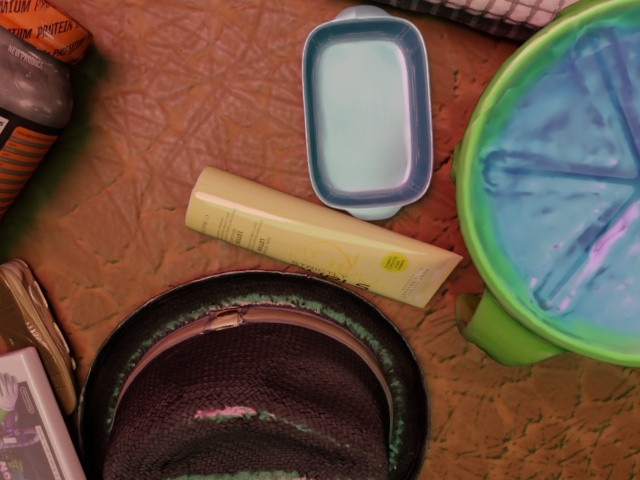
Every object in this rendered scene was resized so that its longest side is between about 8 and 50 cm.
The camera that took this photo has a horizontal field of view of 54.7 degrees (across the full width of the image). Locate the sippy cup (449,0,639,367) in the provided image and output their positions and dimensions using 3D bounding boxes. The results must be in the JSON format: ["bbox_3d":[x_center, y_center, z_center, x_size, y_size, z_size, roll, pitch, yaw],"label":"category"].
[{"bbox_3d":[0.228,-0.054,0.468,0.305,0.224,0.240,-17,97,19],"label":"sippy cup"}]

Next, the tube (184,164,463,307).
[{"bbox_3d":[0.000,0.000,0.560,0.240,0.070,0.062,20,93,-4],"label":"tube"}]

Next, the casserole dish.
[{"bbox_3d":[0.042,-0.113,0.564,0.114,0.037,0.188,-4,96,-1],"label":"casserole dish"}]

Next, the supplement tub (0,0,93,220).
[{"bbox_3d":[-0.330,-0.078,0.478,0.193,0.193,0.316,36,93,-5],"label":"supplement tub"}]

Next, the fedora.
[{"bbox_3d":[-0.059,0.183,0.537,0.334,0.152,0.334,0,97,-2],"label":"fedora"}]

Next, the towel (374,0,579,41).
[{"bbox_3d":[0.140,-0.324,0.505,0.235,0.121,0.283,15,98,-2],"label":"towel"}]

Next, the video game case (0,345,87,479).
[{"bbox_3d":[-0.305,0.205,0.573,0.173,0.022,0.190,-15,98,17],"label":"video game case"}]

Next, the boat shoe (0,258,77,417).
[{"bbox_3d":[-0.263,0.092,0.576,0.056,0.048,0.153,-22,100,17],"label":"boat shoe"}]
